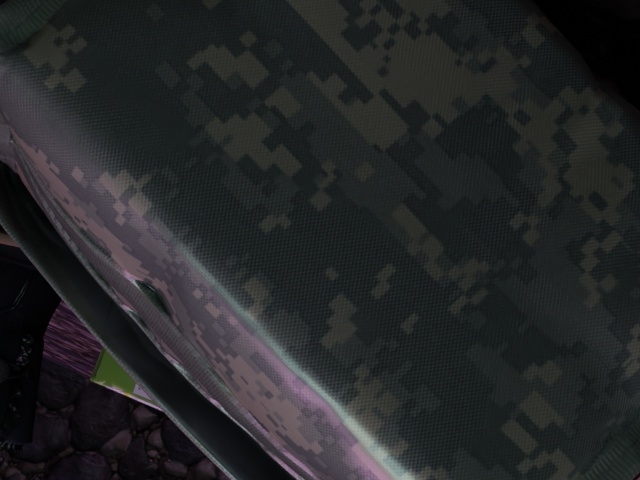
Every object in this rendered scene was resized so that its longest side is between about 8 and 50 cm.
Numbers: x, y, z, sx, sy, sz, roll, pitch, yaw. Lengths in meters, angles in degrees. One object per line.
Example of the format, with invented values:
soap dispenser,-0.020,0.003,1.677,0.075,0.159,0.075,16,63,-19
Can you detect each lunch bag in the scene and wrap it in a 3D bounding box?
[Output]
lunch bag,0.000,0.000,0.610,0.235,0.169,0.287,47,168,1

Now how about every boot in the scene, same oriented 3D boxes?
boot,-0.340,0.087,1.474,0.094,0.207,0.246,15,180,44

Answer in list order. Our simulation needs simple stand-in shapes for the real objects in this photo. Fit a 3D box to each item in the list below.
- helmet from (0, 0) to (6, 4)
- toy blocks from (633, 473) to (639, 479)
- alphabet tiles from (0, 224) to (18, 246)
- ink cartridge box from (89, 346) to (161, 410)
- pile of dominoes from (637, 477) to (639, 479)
helmet,-0.178,-0.131,0.531,0.161,0.169,0.169,14,176,-36
toy blocks,0.246,0.135,0.811,0.260,0.309,0.288,-8,179,1
alphabet tiles,-0.327,-0.022,1.404,0.342,0.011,0.285,14,180,-44
ink cartridge box,-0.026,0.111,1.304,0.255,0.097,0.189,22,-177,12
pile of dominoes,0.249,0.170,1.056,0.196,0.040,0.251,30,133,-16
